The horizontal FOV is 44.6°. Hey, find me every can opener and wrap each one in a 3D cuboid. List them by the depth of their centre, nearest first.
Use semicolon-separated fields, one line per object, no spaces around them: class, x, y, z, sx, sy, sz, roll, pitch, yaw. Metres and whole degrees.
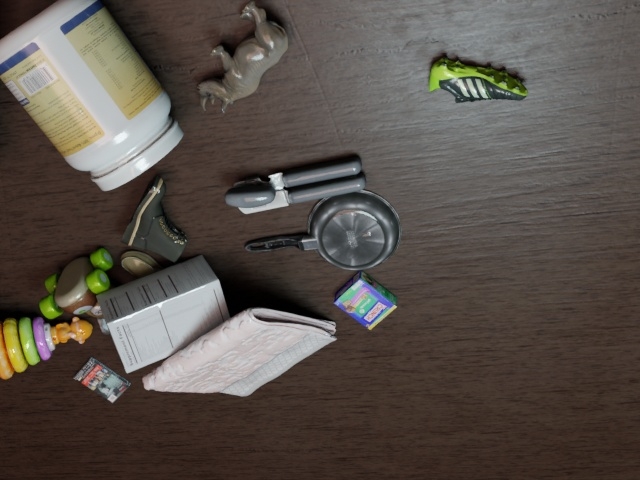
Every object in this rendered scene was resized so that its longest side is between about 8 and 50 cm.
can opener;-0.049;-0.101;1.564;0.280;0.093;0.074;-12;118;10

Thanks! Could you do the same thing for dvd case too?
dvd case;-0.549;0.352;1.964;0.119;0.013;0.087;38;120;-13

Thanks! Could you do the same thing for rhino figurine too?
rhino figurine;-0.153;-0.325;1.448;0.106;0.073;0.243;38;121;-11

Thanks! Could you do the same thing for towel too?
towel;-0.169;0.255;1.713;0.332;0.053;0.317;-35;150;26

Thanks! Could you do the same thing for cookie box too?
cookie box;0.099;0.131;1.707;0.107;0.040;0.092;37;119;-14

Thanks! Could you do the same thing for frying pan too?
frying pan;0.006;-0.025;1.626;0.326;0.053;0.197;9;122;0

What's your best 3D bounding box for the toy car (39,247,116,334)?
toy car;-0.504;0.140;1.761;0.155;0.149;0.188;-27;125;12

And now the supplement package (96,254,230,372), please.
supplement package;-0.333;0.153;1.673;0.244;0.134;0.139;-21;120;-16

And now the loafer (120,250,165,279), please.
loafer;-0.381;0.075;1.744;0.148;0.050;0.056;31;121;-10

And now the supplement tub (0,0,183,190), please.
supplement tub;-0.420;-0.272;1.431;0.228;0.228;0.316;-24;115;22

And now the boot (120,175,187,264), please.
boot;-0.328;-0.041;1.659;0.137;0.077;0.198;26;135;-13

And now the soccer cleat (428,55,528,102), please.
soccer cleat;0.285;-0.280;1.419;0.179;0.060;0.072;17;132;6

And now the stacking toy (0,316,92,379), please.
stacking toy;-0.691;0.238;1.838;0.302;0.166;0.175;-14;104;-13
